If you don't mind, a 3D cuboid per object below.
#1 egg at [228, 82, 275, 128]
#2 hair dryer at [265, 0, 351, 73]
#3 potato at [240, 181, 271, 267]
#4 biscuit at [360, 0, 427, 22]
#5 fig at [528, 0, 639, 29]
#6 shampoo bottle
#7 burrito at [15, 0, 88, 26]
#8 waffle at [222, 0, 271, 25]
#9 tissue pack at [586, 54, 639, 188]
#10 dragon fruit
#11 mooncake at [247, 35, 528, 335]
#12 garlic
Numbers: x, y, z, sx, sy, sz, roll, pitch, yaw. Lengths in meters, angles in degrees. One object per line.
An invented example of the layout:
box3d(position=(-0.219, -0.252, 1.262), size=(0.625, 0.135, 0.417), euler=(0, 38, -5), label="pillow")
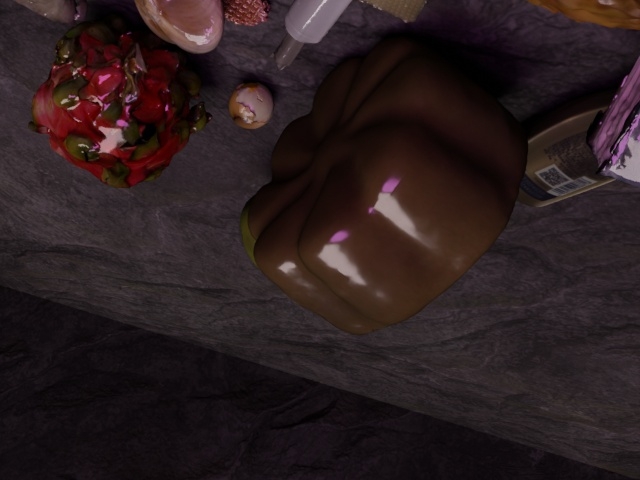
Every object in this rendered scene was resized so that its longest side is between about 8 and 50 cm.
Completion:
box3d(position=(-0.108, -0.208, 1.283), size=(0.071, 0.071, 0.083), euler=(28, 171, -18), label="egg")
box3d(position=(0.040, -0.286, 0.874), size=(0.173, 0.108, 0.357), euler=(30, 141, -16), label="hair dryer")
box3d(position=(0.001, -0.002, 1.477), size=(0.304, 0.216, 0.216), euler=(17, 158, -17), label="potato")
box3d(position=(0.042, -0.331, 0.937), size=(0.199, 0.041, 0.121), euler=(24, 157, -5), label="biscuit")
box3d(position=(0.193, -0.293, 0.508), size=(0.286, 0.287, 0.368), euler=(10, -178, 22), label="fig")
box3d(position=(0.366, -0.134, 1.047), size=(0.125, 0.084, 0.350), euler=(33, 153, -16), label="shampoo bottle")
box3d(position=(-0.422, -0.418, 1.036), size=(0.175, 0.107, 0.348), euler=(21, 158, 14), label="burrito")
box3d(position=(-0.104, -0.316, 1.098), size=(0.083, 0.029, 0.075), euler=(4, 152, 28), label="waffle")
box3d(position=(0.488, -0.125, 0.819), size=(0.361, 0.122, 0.259), euler=(23, 119, -1), label="tissue pack")
box3d(position=(-0.299, -0.205, 1.254), size=(0.231, 0.237, 0.303), euler=(37, 177, 6), label="dragon fruit")
box3d(position=(0.070, -0.076, 1.068), size=(0.200, 0.379, 0.378), euler=(35, 152, -22), label="mooncake")
box3d(position=(-0.184, -0.307, 1.085), size=(0.174, 0.099, 0.124), euler=(30, 150, 60), label="garlic")
